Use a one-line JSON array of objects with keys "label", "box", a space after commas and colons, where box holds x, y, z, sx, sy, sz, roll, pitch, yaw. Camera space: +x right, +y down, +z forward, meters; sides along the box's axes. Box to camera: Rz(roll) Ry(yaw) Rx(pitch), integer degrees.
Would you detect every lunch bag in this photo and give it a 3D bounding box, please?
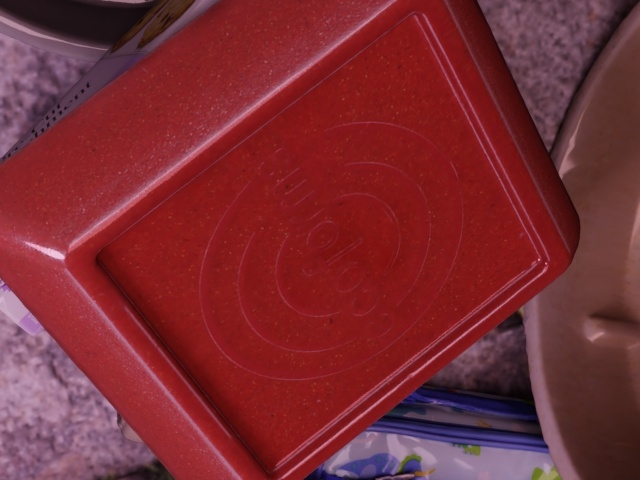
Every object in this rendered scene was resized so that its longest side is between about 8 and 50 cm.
[{"label": "lunch bag", "box": [0.076, 0.174, 0.945, 0.219, 0.090, 0.176, 10, 103, -17]}]

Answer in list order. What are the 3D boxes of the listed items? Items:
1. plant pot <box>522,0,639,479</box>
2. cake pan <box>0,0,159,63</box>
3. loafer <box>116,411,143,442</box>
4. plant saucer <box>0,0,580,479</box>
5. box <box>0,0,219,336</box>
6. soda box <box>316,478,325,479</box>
[{"label": "plant pot", "box": [0.328, 0.030, 0.851, 0.305, 0.334, 0.334, 11, 106, -28]}, {"label": "cake pan", "box": [-0.089, -0.233, 0.787, 0.293, 0.054, 0.293, -4, 109, -11]}, {"label": "loafer", "box": [-0.020, 0.001, 0.863, 0.092, 0.102, 0.268, 23, 112, -20]}, {"label": "plant saucer", "box": [0.000, 0.000, 0.776, 0.259, 0.048, 0.258, -37, 131, -5]}, {"label": "box", "box": [-0.050, -0.093, 0.779, 0.324, 0.067, 0.063, -44, 111, 5]}, {"label": "soda box", "box": [-0.119, 0.222, 0.864, 0.286, 0.091, 0.098, -17, 97, 13]}]
